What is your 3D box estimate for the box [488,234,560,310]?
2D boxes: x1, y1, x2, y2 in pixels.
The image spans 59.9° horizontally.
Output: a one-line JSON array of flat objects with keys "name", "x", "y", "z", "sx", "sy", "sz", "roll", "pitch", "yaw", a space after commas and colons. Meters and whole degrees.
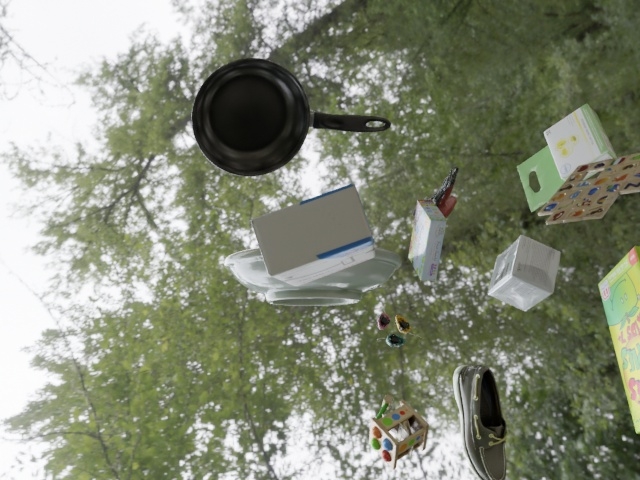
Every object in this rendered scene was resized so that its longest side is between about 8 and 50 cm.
[{"name": "box", "x": 0.396, "y": 0.064, "z": 1.080, "sx": 0.087, "sy": 0.101, "sz": 0.102, "roll": 25, "pitch": -120, "yaw": 1}]

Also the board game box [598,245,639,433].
[{"name": "board game box", "x": 0.362, "y": 0.107, "z": 0.603, "sx": 0.092, "sy": 0.043, "sz": 0.181, "roll": 93, "pitch": 180, "yaw": -58}]

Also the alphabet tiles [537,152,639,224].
[{"name": "alphabet tiles", "x": 0.560, "y": -0.107, "z": 1.120, "sx": 0.237, "sy": 0.198, "sz": 0.009, "roll": -42, "pitch": -73, "yaw": -28}]

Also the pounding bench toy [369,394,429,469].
[{"name": "pounding bench toy", "x": 0.093, "y": 0.254, "z": 0.754, "sx": 0.065, "sy": 0.083, "sz": 0.052, "roll": -19, "pitch": -54, "yaw": -28}]

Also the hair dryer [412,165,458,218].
[{"name": "hair dryer", "x": 0.434, "y": -0.136, "z": 1.942, "sx": 0.080, "sy": 0.224, "sz": 0.293, "roll": 46, "pitch": -169, "yaw": 15}]

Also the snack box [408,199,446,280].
[{"name": "snack box", "x": 0.221, "y": -0.001, "z": 1.159, "sx": 0.100, "sy": 0.037, "sz": 0.141, "roll": -107, "pitch": 18, "yaw": -61}]

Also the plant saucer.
[{"name": "plant saucer", "x": -0.016, "y": 0.091, "z": 1.254, "sx": 0.400, "sy": 0.400, "sz": 0.101, "roll": 12, "pitch": -107, "yaw": -51}]

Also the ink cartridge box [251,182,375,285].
[{"name": "ink cartridge box", "x": 0.000, "y": 0.000, "z": 0.814, "sx": 0.203, "sy": 0.148, "sz": 0.086, "roll": 48, "pitch": -158, "yaw": -79}]

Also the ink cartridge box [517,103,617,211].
[{"name": "ink cartridge box", "x": 0.589, "y": -0.202, "z": 1.373, "sx": 0.056, "sy": 0.235, "sz": 0.171, "roll": 27, "pitch": -136, "yaw": -31}]

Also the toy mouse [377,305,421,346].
[{"name": "toy mouse", "x": 0.219, "y": 0.287, "z": 1.757, "sx": 0.143, "sy": 0.031, "sz": 0.161, "roll": -31, "pitch": -107, "yaw": -38}]

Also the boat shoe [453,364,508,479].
[{"name": "boat shoe", "x": 0.420, "y": 0.470, "z": 1.415, "sx": 0.109, "sy": 0.091, "sz": 0.305, "roll": -5, "pitch": -101, "yaw": -32}]

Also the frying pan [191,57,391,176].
[{"name": "frying pan", "x": -0.055, "y": -0.227, "z": 0.927, "sx": 0.053, "sy": 0.326, "sz": 0.197, "roll": -123, "pitch": 13, "yaw": -57}]
